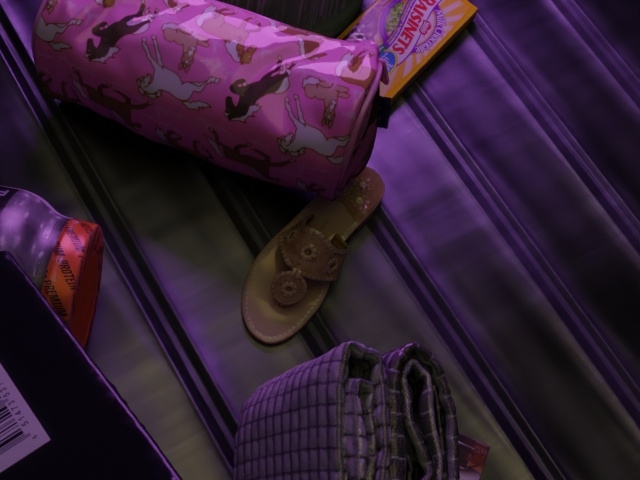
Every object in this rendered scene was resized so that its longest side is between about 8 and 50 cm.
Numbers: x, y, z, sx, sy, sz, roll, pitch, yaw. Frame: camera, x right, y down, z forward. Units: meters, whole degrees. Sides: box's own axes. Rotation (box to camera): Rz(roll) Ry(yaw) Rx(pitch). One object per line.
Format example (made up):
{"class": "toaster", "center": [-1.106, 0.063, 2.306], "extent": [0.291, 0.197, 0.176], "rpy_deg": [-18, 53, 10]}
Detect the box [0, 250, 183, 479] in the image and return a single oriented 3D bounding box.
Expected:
{"class": "box", "center": [-0.204, 0.224, 0.729], "extent": [0.182, 0.294, 0.296], "rpy_deg": [-33, 49, -19]}

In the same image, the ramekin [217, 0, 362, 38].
{"class": "ramekin", "center": [-0.076, -0.384, 1.155], "extent": [0.303, 0.148, 0.304], "rpy_deg": [6, 58, -10]}

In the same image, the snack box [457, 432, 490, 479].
{"class": "snack box", "center": [0.078, 0.203, 0.980], "extent": [0.178, 0.022, 0.064], "rpy_deg": [23, 65, 3]}

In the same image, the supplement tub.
{"class": "supplement tub", "center": [-0.374, 0.032, 0.901], "extent": [0.315, 0.194, 0.194], "rpy_deg": [9, 63, -4]}

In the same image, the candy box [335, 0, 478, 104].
{"class": "candy box", "center": [0.096, -0.252, 1.203], "extent": [0.105, 0.027, 0.206], "rpy_deg": [39, 65, 7]}

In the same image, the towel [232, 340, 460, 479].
{"class": "towel", "center": [0.021, 0.245, 0.820], "extent": [0.121, 0.235, 0.284], "rpy_deg": [7, 70, -25]}

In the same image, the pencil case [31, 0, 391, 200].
{"class": "pencil case", "center": [-0.118, -0.179, 1.042], "extent": [0.386, 0.160, 0.167], "rpy_deg": [20, 51, 10]}

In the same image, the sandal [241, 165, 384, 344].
{"class": "sandal", "center": [-0.006, -0.003, 1.037], "extent": [0.088, 0.079, 0.240], "rpy_deg": [33, 64, 8]}
